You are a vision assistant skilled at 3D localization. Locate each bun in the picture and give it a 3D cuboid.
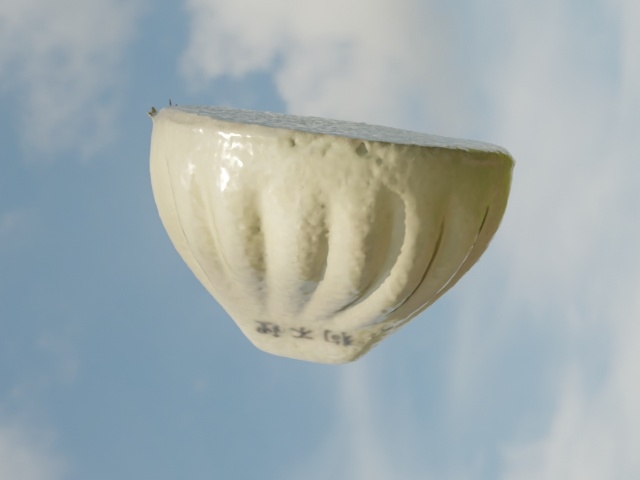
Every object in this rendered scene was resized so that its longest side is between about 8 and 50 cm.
[{"bbox_3d":[0.000,0.000,1.302,0.263,0.263,0.175,-7,-76,-65],"label":"bun"}]
